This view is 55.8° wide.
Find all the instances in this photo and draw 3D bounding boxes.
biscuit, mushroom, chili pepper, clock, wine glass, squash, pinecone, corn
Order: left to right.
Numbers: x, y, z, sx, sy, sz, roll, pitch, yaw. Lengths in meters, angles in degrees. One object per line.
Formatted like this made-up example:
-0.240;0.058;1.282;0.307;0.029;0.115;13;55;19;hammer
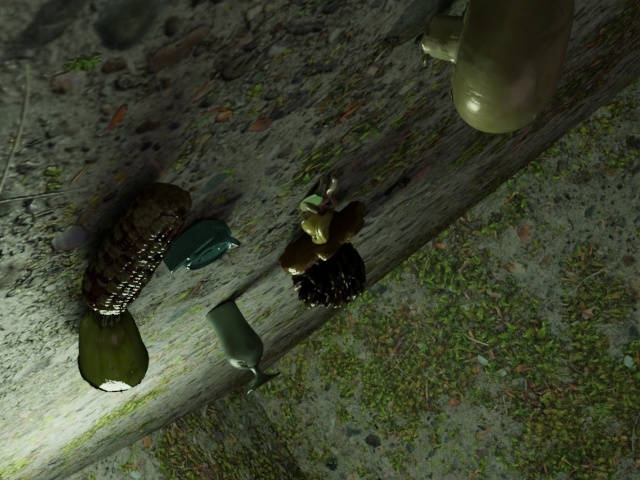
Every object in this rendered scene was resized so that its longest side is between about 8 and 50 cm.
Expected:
-0.375;0.179;1.053;0.137;0.137;0.287;-30;163;-23;squash
-0.253;0.009;0.823;0.086;0.086;0.253;-19;158;-51;corn
-0.199;0.010;1.053;0.108;0.045;0.147;-38;167;18;clock
-0.206;0.274;1.575;0.103;0.231;0.103;-33;170;-7;wine glass
0.002;0.002;1.376;0.248;0.035;0.184;-34;-159;21;biscuit
0.022;0.091;1.632;0.204;0.179;0.184;-15;-152;-8;pinecone
0.205;-0.143;1.595;0.083;0.022;0.027;-34;134;-2;chili pepper
0.245;-0.273;0.855;0.246;0.202;0.246;10;90;-82;mushroom

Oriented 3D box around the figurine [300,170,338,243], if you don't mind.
0.001;-0.065;1.247;0.083;0.083;0.187;-27;155;-32;figurine
